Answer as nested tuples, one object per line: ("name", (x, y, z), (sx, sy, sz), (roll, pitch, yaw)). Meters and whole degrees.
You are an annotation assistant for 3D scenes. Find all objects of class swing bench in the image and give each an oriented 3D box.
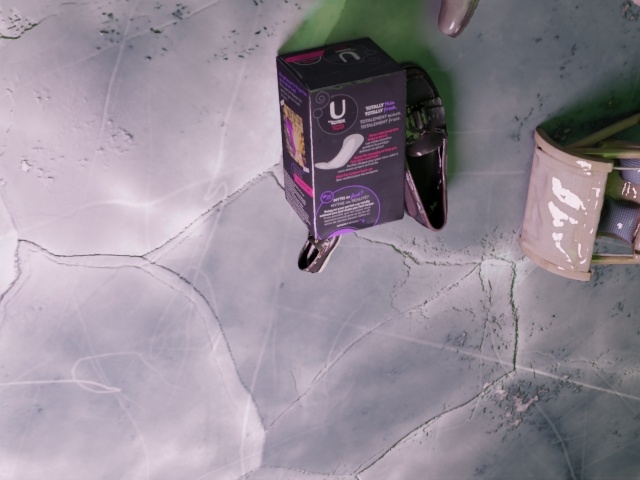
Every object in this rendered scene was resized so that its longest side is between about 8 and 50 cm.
("swing bench", (0.517, -0.077, 1.957), (0.255, 0.165, 0.253), (-12, 127, -16))

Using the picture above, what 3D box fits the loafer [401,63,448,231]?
("loafer", (0.176, -0.149, 1.794), (0.109, 0.095, 0.302), (-20, 129, -11))

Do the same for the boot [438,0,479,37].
("boot", (0.169, -0.437, 1.616), (0.161, 0.083, 0.246), (5, 119, -15))

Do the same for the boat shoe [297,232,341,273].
("boat shoe", (0.001, 0.001, 1.850), (0.042, 0.049, 0.133), (3, 126, -36))

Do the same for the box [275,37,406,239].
("box", (0.034, -0.161, 1.689), (0.165, 0.143, 0.270), (-14, 127, -18))

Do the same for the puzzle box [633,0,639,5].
("puzzle box", (0.563, -0.600, 1.683), (0.272, 0.052, 0.409), (-33, 130, -1))
